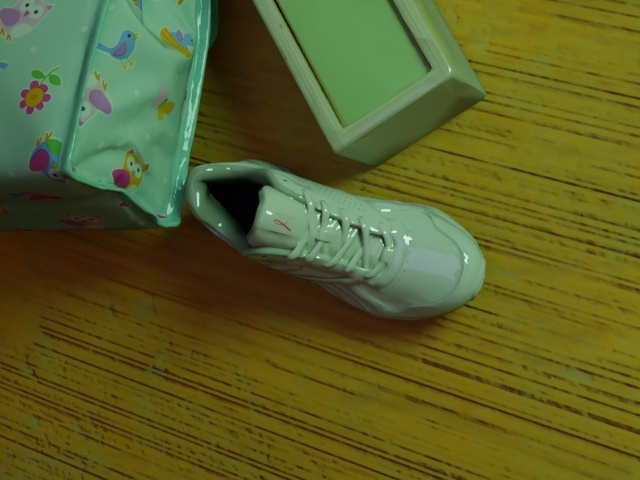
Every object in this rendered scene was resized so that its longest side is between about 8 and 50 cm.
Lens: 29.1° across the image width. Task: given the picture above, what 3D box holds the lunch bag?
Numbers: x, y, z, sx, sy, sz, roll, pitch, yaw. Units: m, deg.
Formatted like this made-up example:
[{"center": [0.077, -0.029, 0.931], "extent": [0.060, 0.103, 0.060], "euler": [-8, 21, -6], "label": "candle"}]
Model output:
[{"center": [-0.204, -0.146, 0.931], "extent": [0.223, 0.160, 0.262], "euler": [-2, 72, 30], "label": "lunch bag"}]

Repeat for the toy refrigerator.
[{"center": [0.004, -0.197, 0.896], "extent": [0.102, 0.094, 0.269], "euler": [-32, 75, 18], "label": "toy refrigerator"}]

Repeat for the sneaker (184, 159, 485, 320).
[{"center": [0.000, 0.000, 0.872], "extent": [0.232, 0.115, 0.090], "euler": [16, 93, 23], "label": "sneaker"}]
